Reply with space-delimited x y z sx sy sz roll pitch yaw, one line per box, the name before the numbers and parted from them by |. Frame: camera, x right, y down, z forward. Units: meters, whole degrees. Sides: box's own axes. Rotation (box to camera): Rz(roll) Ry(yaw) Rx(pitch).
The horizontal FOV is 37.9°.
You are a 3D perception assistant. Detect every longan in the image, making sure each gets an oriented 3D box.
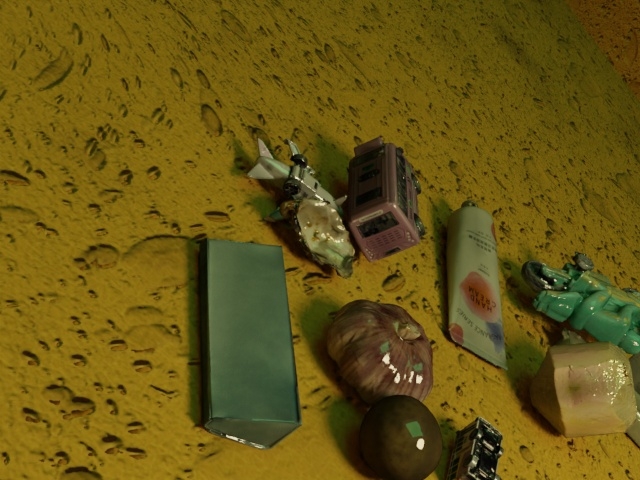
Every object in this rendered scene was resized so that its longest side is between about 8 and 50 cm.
longan | 0.099 0.235 1.105 0.119 0.106 0.106 5 50 -54

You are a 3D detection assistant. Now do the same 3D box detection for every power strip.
power strip | 0.507 0.264 1.603 0.286 0.048 0.080 46 29 1

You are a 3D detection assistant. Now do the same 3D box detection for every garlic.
garlic | 0.082 0.141 1.188 0.159 0.102 0.147 52 33 11

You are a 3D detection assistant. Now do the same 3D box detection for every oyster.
oyster | -0.006 -0.008 1.301 0.148 0.051 0.103 54 32 -26

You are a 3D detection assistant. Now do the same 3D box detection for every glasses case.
glasses case | -0.089 0.113 1.080 0.105 0.056 0.266 6 44 -14

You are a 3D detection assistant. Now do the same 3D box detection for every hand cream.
hand cream | 0.254 0.055 1.535 0.124 0.078 0.340 31 38 -24

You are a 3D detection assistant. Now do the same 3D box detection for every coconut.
coconut | 0.398 0.229 1.428 0.147 0.153 0.147 -6 90 -80

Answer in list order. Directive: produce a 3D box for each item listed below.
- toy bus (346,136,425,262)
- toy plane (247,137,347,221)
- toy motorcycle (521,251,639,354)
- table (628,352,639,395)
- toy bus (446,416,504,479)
toy bus | 0.093 -0.064 1.418 0.108 0.096 0.198 56 22 -31
toy plane | -0.030 -0.076 1.350 0.171 0.065 0.162 28 46 -18
toy motorcycle | 0.490 0.124 1.647 0.297 0.109 0.198 19 30 -16
table | 0.604 0.252 1.650 0.133 0.133 0.043 55 31 15
toy bus | 0.199 0.284 1.203 0.052 0.058 0.102 40 36 -11
